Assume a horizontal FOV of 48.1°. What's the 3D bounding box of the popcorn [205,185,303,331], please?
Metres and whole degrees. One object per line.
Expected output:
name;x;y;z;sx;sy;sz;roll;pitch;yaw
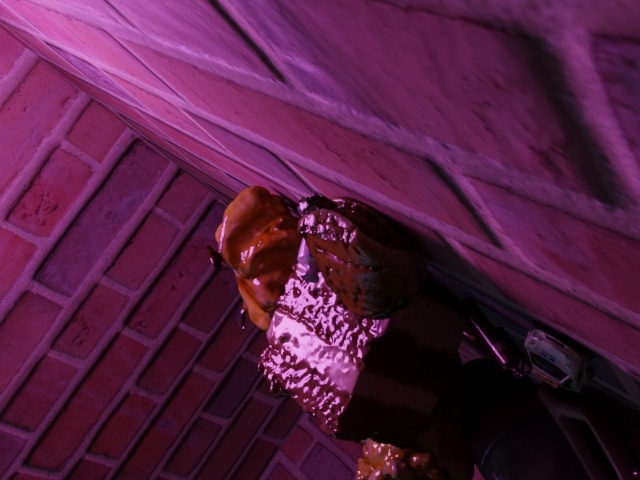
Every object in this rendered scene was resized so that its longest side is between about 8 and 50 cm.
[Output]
popcorn;-0.091;0.047;1.535;0.316;0.280;0.298;110;137;-70

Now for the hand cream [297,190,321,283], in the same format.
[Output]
hand cream;0.000;0.000;1.144;0.053;0.142;0.084;-7;145;41

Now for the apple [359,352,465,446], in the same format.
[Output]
apple;0.171;0.313;1.651;0.348;0.276;0.349;161;90;-77

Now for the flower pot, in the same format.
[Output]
flower pot;0.407;0.384;1.752;0.235;0.235;0.148;38;-166;-32

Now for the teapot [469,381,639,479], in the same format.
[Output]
teapot;0.437;0.406;1.221;0.312;0.233;0.315;-119;27;-46

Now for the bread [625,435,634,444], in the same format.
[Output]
bread;0.536;0.469;1.463;0.195;0.246;0.176;12;-145;-52

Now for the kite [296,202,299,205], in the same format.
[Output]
kite;-0.023;-0.057;1.453;0.078;0.002;0.044;33;174;31

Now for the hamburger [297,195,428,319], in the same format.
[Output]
hamburger;0.056;0.027;1.031;0.183;0.130;0.206;27;169;40

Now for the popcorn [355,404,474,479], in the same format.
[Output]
popcorn;0.174;0.426;1.389;0.259;0.212;0.259;25;-136;-26

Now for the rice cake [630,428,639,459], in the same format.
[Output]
rice cake;0.589;0.367;1.058;0.070;0.064;0.399;47;172;-12

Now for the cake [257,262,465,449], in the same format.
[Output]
cake;0.081;0.180;1.266;0.255;0.290;0.282;29;-179;44

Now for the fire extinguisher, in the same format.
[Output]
fire extinguisher;0.267;0.151;1.082;0.049;0.035;0.173;28;-159;-39

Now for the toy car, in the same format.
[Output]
toy car;0.323;0.170;0.994;0.093;0.058;0.186;34;176;30

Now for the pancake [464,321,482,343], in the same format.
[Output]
pancake;0.280;0.171;1.472;0.139;0.022;0.139;34;175;3
